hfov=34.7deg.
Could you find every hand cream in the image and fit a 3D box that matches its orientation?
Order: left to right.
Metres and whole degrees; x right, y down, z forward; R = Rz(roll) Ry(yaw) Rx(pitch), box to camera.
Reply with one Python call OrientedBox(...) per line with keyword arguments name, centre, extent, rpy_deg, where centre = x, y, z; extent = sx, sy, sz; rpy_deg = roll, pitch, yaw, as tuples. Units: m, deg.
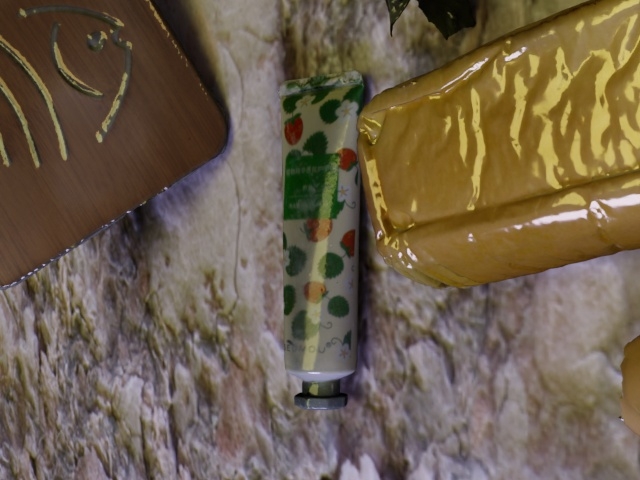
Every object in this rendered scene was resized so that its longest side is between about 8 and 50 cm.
OrientedBox(name="hand cream", centre=(0.000, 0.000, 0.849), extent=(0.095, 0.059, 0.276), rpy_deg=(-2, 88, 41))

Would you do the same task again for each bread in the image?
OrientedBox(name="bread", centre=(0.151, -0.057, 0.655), extent=(0.288, 0.119, 0.152), rpy_deg=(-17, 79, 42))

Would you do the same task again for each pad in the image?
OrientedBox(name="pad", centre=(-0.266, -0.138, 0.950), extent=(0.284, 0.018, 0.286), rpy_deg=(-32, 93, 3))

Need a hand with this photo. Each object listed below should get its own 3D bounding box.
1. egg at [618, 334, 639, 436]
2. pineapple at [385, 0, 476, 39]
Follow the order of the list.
OrientedBox(name="egg", centre=(0.230, 0.088, 0.620), extent=(0.096, 0.080, 0.080), rpy_deg=(0, 94, 35))
OrientedBox(name="pineapple", centre=(0.024, -0.263, 0.769), extent=(0.130, 0.119, 0.277), rpy_deg=(-38, 61, -10))
